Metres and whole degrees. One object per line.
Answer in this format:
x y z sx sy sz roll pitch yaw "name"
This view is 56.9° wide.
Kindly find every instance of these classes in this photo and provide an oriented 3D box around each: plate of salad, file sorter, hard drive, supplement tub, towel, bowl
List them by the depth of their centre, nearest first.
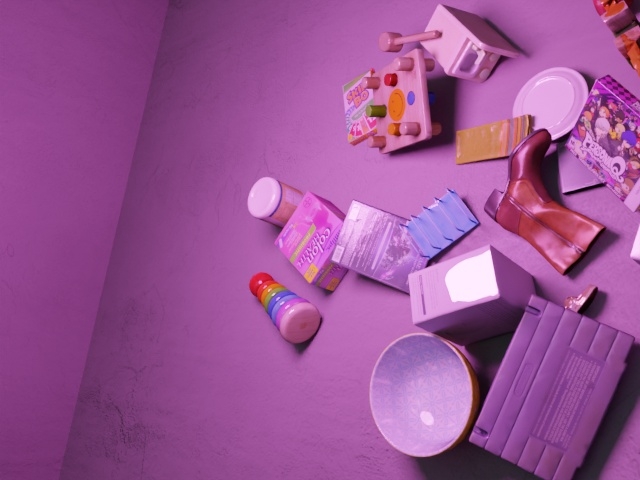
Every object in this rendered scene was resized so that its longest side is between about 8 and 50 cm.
0.628 -0.184 1.431 0.094 0.022 0.135 -15 65 39 "hard drive"
0.280 0.379 1.453 0.289 0.156 0.290 -16 65 40 "bowl"
0.588 -0.344 1.509 0.199 0.048 0.200 -17 66 42 "plate of salad"
0.312 -0.046 1.582 0.170 0.104 0.118 -39 72 18 "file sorter"
0.459 -0.270 1.591 0.237 0.021 0.102 -3 79 53 "towel"
-0.132 -0.118 1.999 0.144 0.199 0.144 -17 64 38 "supplement tub"

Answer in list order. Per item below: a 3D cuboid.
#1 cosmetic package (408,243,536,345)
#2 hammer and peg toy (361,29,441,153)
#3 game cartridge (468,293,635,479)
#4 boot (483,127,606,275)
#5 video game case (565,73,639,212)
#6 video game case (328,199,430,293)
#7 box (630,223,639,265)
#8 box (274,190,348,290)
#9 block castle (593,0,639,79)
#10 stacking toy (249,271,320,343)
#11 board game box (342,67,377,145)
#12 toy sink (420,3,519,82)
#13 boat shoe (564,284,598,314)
0.368 0.138 1.407 0.224 0.224 0.138 -23 54 35 "cosmetic package"
0.228 -0.451 1.719 0.266 0.127 0.362 175 89 -65 "hammer and peg toy"
0.495 0.323 1.271 0.230 0.068 0.355 23 94 14 "game cartridge"
0.550 -0.099 1.404 0.280 0.096 0.264 48 115 42 "boot"
0.654 -0.208 1.282 0.041 0.210 0.232 -24 60 -15 "video game case"
0.181 0.018 1.695 0.274 0.026 0.196 22 90 18 "video game case"
0.724 0.017 1.034 0.215 0.345 0.168 15 85 45 "box"
0.000 0.000 1.889 0.214 0.117 0.243 -56 46 12 "box"
0.789 -0.483 1.264 0.303 0.212 0.453 -32 53 35 "block castle"
-0.136 0.200 1.951 0.330 0.141 0.141 38 102 51 "stacking toy"
0.138 -0.459 1.993 0.124 0.039 0.260 -23 57 35 "board game box"
0.413 -0.536 1.655 0.234 0.152 0.131 62 138 38 "toy sink"
0.572 0.150 1.338 0.045 0.050 0.135 44 106 38 "boat shoe"
